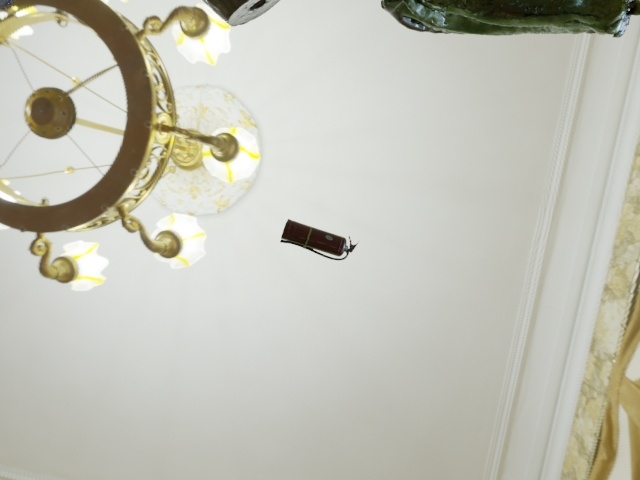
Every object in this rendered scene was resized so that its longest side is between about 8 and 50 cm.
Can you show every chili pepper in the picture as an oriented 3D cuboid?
[{"bbox_3d":[0.207,-0.235,0.431,0.279,0.122,0.065,10,-59,20],"label":"chili pepper"}]

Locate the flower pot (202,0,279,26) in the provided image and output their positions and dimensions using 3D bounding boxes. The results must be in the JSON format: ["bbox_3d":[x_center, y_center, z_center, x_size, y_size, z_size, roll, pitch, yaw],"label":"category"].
[{"bbox_3d":[-0.172,-0.569,0.922,0.269,0.269,0.166,-28,-73,8],"label":"flower pot"}]

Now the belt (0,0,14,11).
[{"bbox_3d":[-0.527,-0.420,0.661,0.151,0.078,0.198,20,-115,9],"label":"belt"}]

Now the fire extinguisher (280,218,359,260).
[{"bbox_3d":[0.000,0.000,0.748,0.132,0.039,0.056,18,-122,-5],"label":"fire extinguisher"}]
